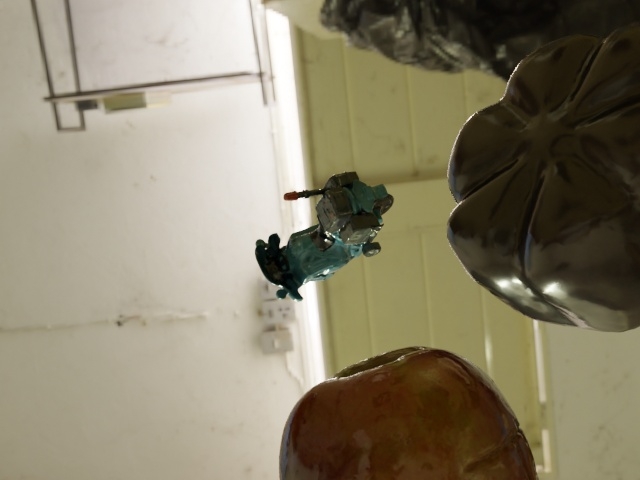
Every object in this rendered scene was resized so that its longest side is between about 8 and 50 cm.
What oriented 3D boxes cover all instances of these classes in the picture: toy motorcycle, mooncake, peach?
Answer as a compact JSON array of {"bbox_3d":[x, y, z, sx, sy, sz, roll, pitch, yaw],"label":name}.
[{"bbox_3d":[0.000,0.000,1.378,0.182,0.124,0.272,-9,153,-32],"label":"toy motorcycle"},{"bbox_3d":[0.212,-0.050,0.676,0.133,0.245,0.245,34,163,-31],"label":"mooncake"},{"bbox_3d":[0.087,0.256,0.916,0.245,0.275,0.248,-22,173,-11],"label":"peach"}]
